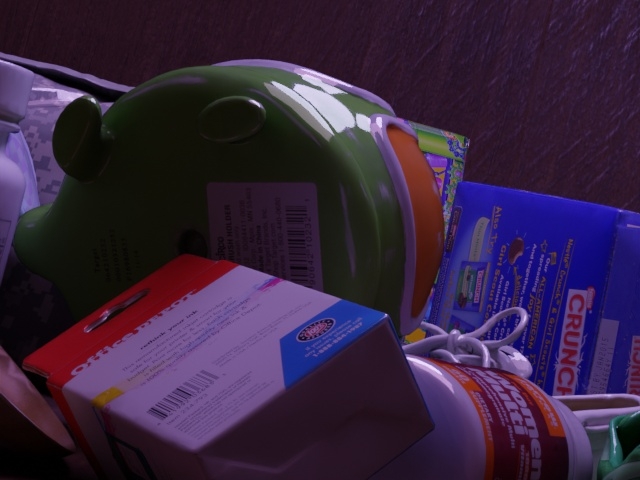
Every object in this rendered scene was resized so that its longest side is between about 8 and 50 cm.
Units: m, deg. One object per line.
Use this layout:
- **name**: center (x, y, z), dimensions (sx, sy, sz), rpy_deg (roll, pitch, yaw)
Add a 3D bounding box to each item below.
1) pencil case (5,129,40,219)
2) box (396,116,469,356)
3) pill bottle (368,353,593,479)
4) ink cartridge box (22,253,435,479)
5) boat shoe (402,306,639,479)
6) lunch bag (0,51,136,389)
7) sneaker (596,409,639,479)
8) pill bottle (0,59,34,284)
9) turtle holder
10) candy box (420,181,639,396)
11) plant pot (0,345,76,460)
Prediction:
- **pencil case**: center (-0.345, -0.026, 1.426), dimensions (0.273, 0.124, 0.113), rpy_deg (-11, -42, 4)
- **box**: center (0.000, 0.000, 2.250), dimensions (0.279, 0.290, 0.177), rpy_deg (16, -23, -10)
- **pill bottle**: center (0.086, 0.136, 1.187), dimensions (0.121, 0.121, 0.221), rpy_deg (15, 1, 29)
- **ink cartridge box**: center (-0.060, 0.086, 1.075), dimensions (0.134, 0.078, 0.231), rpy_deg (-34, 24, -22)
- **boat shoe**: center (0.109, 0.121, 1.391), dimensions (0.367, 0.156, 0.136), rpy_deg (12, 1, -33)
- **lunch bag**: center (-0.244, -0.024, 1.575), dimensions (0.305, 0.256, 0.212), rpy_deg (16, 1, 11)
- **sneaker**: center (0.235, 0.175, 1.271), dimensions (0.109, 0.123, 0.295), rpy_deg (15, 0, 10)
- **pill bottle**: center (-0.272, -0.017, 1.296), dimensions (0.131, 0.229, 0.131), rpy_deg (15, 0, 0)
- **turtle holder**: center (-0.059, 0.009, 1.318), dimensions (0.320, 0.243, 0.227), rpy_deg (-35, -12, 34)
- **candy box**: center (0.220, 0.095, 1.804), dimensions (0.122, 0.268, 0.317), rpy_deg (11, 2, -23)
- **plant pot**: center (-0.234, 0.047, 1.122), dimensions (0.236, 0.032, 0.236), rpy_deg (47, -5, 5)
